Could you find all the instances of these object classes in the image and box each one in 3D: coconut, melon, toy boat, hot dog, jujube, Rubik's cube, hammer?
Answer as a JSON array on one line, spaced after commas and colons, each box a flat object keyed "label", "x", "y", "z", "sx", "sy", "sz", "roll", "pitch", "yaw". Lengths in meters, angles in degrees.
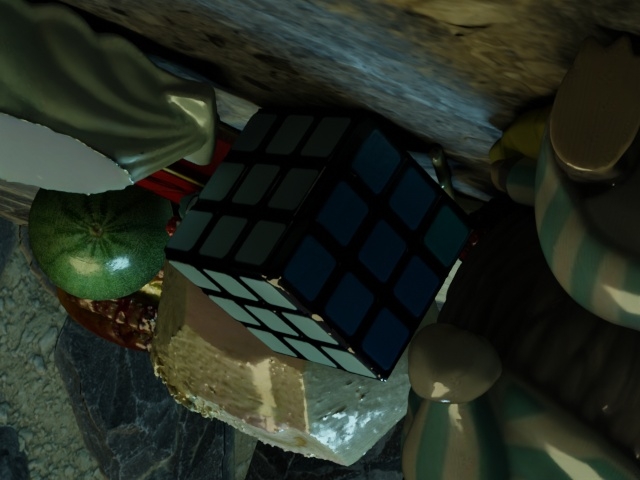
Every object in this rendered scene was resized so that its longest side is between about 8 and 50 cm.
[{"label": "coconut", "x": -0.010, "y": 0.096, "z": 1.577, "sx": 0.310, "sy": 0.297, "sz": 0.297, "roll": 18, "pitch": 173, "yaw": 28}, {"label": "melon", "x": -0.273, "y": -0.014, "z": 1.787, "sx": 0.182, "sy": 0.182, "sz": 0.288, "roll": 19, "pitch": 171, "yaw": -5}, {"label": "toy boat", "x": -0.228, "y": -0.111, "z": 1.151, "sx": 0.290, "sy": 0.100, "sz": 0.199, "roll": 14, "pitch": 155, "yaw": 4}, {"label": "hot dog", "x": -0.213, "y": 0.071, "z": 2.091, "sx": 0.405, "sy": 0.185, "sz": 0.223, "roll": 18, "pitch": -166, "yaw": 3}, {"label": "jujube", "x": 0.167, "y": 0.008, "z": 1.203, "sx": 0.104, "sy": 0.104, "sz": 0.166, "roll": 23, "pitch": 173, "yaw": -29}, {"label": "Rubik's cube", "x": 0.000, "y": 0.000, "z": 1.180, "sx": 0.162, "sy": 0.160, "sz": 0.163, "roll": 43, "pitch": 160, "yaw": -32}, {"label": "hammer", "x": 0.117, "y": -0.045, "z": 1.227, "sx": 0.060, "sy": 0.028, "sz": 0.195, "roll": 11, "pitch": 170, "yaw": 12}]

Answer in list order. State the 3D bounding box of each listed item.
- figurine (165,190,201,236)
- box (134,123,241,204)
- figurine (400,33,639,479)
[{"label": "figurine", "x": -0.117, "y": -0.019, "z": 1.366, "sx": 0.060, "sy": 0.047, "sz": 0.106, "roll": 2, "pitch": 168, "yaw": -6}, {"label": "box", "x": -0.157, "y": -0.089, "z": 1.381, "sx": 0.240, "sy": 0.074, "sz": 0.153, "roll": 23, "pitch": 166, "yaw": -37}, {"label": "figurine", "x": 0.175, "y": 0.113, "z": 0.889, "sx": 0.266, "sy": 0.377, "sz": 0.361, "roll": 16, "pitch": 174, "yaw": 14}]
